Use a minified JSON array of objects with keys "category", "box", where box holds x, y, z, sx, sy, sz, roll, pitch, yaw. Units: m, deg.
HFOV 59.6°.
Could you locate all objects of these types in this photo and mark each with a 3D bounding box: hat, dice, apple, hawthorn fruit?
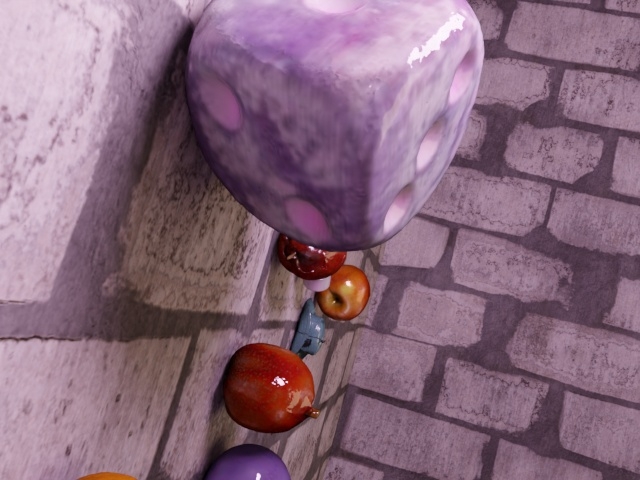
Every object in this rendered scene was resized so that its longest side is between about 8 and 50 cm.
[{"category":"hat","box":[-0.024,0.255,1.516,0.138,0.078,0.191,66,40,-73]},{"category":"dice","box":[0.018,-0.169,0.689,0.270,0.270,0.271,-46,153,-29]},{"category":"apple","box":[0.067,0.148,1.615,0.139,0.163,0.163,-37,140,-58]},{"category":"hawthorn fruit","box":[-0.086,0.278,1.040,0.169,0.188,0.169,16,90,-84]},{"category":"hawthorn fruit","box":[-0.024,0.014,1.144,0.172,0.148,0.148,-16,122,-53]}]

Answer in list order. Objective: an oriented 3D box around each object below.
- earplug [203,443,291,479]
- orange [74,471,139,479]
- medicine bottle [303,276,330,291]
[{"category":"earplug","box":[-0.177,0.581,0.974,0.215,0.215,0.456,89,17,-50]},{"category":"orange","box":[-0.228,0.336,0.562,0.193,0.161,0.193,19,90,-75]},{"category":"medicine bottle","box":[0.000,0.000,1.308,0.095,0.095,0.260,-57,159,-54]}]
